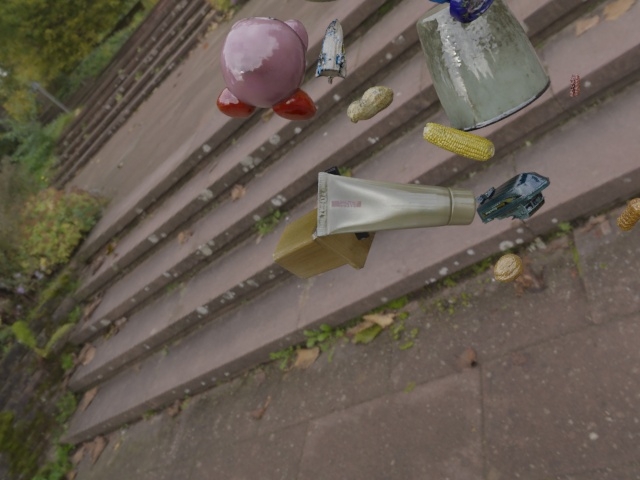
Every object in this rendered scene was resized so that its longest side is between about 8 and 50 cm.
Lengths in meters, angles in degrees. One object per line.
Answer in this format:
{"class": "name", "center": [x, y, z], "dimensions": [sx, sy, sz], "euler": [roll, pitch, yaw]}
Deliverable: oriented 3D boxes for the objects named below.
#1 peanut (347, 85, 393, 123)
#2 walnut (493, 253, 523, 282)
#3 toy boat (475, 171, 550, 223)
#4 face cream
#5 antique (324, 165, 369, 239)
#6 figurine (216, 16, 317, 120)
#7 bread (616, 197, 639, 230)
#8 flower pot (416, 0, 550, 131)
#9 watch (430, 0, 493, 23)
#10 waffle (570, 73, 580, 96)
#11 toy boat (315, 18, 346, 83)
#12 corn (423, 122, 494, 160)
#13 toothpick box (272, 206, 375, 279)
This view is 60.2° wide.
{"class": "peanut", "center": [0.150, -0.417, 1.681], "dimensions": [0.174, 0.080, 0.080], "euler": [-37, 19, -19]}
{"class": "walnut", "center": [0.730, 0.110, 2.149], "dimensions": [0.124, 0.105, 0.105], "euler": [-37, 24, 3]}
{"class": "toy boat", "center": [0.571, -0.123, 1.606], "dimensions": [0.114, 0.122, 0.296], "euler": [-40, 0, -17]}
{"class": "face cream", "center": [0.163, -0.075, 1.210], "dimensions": [0.084, 0.341, 0.137], "euler": [-145, 56, -82]}
{"class": "antique", "center": [0.061, -0.083, 1.257], "dimensions": [0.031, 0.192, 0.015], "euler": [-16, 28, 24]}
{"class": "figurine", "center": [-0.143, -0.432, 1.395], "dimensions": [0.211, 0.269, 0.261], "euler": [-71, -15, -74]}
{"class": "bread", "center": [0.958, -0.078, 1.702], "dimensions": [0.044, 0.157, 0.052], "euler": [-27, 64, -3]}
{"class": "flower pot", "center": [0.428, -0.510, 1.531], "dimensions": [0.293, 0.330, 0.293], "euler": [-31, 19, 12]}
{"class": "watch", "center": [0.287, -0.582, 1.188], "dimensions": [0.196, 0.200, 0.171], "euler": [-22, -37, -50]}
{"class": "waffle", "center": [0.864, -0.526, 1.872], "dimensions": [0.029, 0.075, 0.083], "euler": [7, 19, 29]}
{"class": "toy boat", "center": [0.035, -0.534, 1.531], "dimensions": [0.084, 0.066, 0.210], "euler": [2, 67, 8]}
{"class": "corn", "center": [0.382, -0.270, 1.518], "dimensions": [0.067, 0.206, 0.067], "euler": [-162, 90, -84]}
{"class": "toothpick box", "center": [0.000, 0.000, 1.715], "dimensions": [0.308, 0.190, 0.187], "euler": [-24, 39, 53]}
